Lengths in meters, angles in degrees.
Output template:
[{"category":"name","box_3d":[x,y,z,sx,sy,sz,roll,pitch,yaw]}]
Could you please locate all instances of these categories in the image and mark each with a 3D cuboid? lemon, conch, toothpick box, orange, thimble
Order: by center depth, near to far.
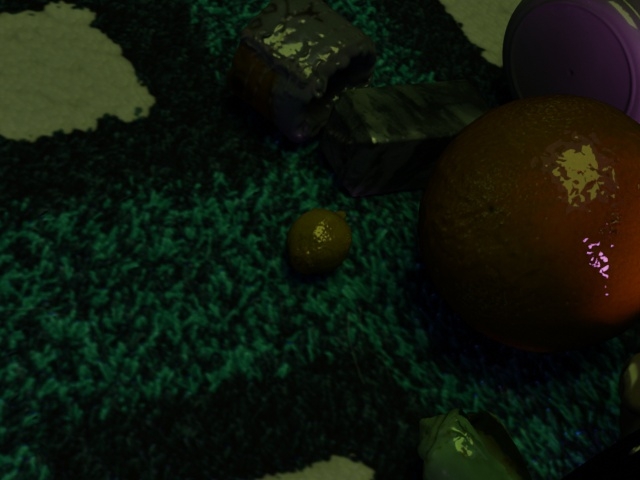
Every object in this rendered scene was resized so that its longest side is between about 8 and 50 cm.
[{"category":"conch","box_3d":[0.160,0.218,1.572,0.170,0.079,0.106,44,50,0]},{"category":"orange","box_3d":[0.234,-0.017,1.698,0.274,0.274,0.274,12,43,-12]},{"category":"lemon","box_3d":[0.000,0.000,1.721,0.065,0.065,0.092,32,49,9]},{"category":"thimble","box_3d":[-0.018,-0.192,1.863,0.118,0.127,0.151,37,49,17]},{"category":"toothpick box","box_3d":[0.390,-0.234,2.038,0.229,0.229,0.316,43,44,21]}]

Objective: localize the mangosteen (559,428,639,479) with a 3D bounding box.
[{"category":"mangosteen","box_3d":[0.285,0.281,1.414,0.287,0.287,0.233,-36,90,-43]}]

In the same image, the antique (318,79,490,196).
[{"category":"antique","box_3d":[0.093,-0.113,1.861,0.183,0.088,0.086,-7,49,-30]}]

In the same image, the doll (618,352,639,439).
[{"category":"doll","box_3d":[0.422,0.154,1.670,0.330,0.174,0.235,-35,99,-39]}]
